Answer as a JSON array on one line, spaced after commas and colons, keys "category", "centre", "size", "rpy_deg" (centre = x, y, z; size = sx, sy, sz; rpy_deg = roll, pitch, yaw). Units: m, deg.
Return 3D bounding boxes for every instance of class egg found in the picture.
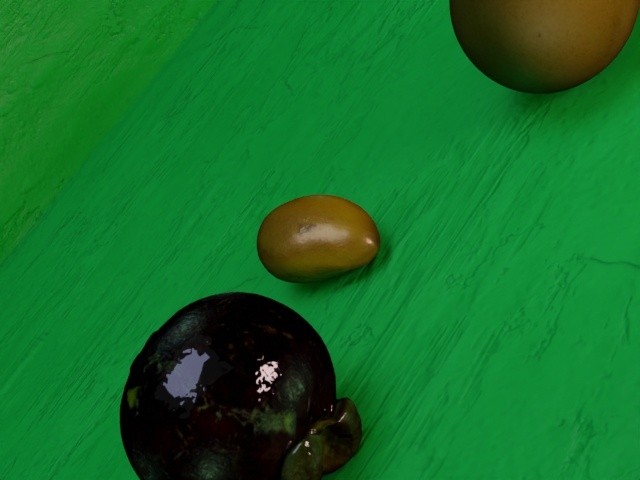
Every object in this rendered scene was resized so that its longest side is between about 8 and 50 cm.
[{"category": "egg", "centre": [0.303, -0.340, 1.249], "size": [0.250, 0.250, 0.322], "rpy_deg": [-25, 30, 33]}]

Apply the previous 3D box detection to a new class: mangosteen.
[{"category": "mangosteen", "centre": [-0.093, 0.203, 1.089], "size": [0.288, 0.288, 0.288], "rpy_deg": [-32, 32, 23]}]

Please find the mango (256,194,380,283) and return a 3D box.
[{"category": "mango", "centre": [0.000, 0.000, 1.372], "size": [0.219, 0.112, 0.145], "rpy_deg": [3, 54, 40]}]
